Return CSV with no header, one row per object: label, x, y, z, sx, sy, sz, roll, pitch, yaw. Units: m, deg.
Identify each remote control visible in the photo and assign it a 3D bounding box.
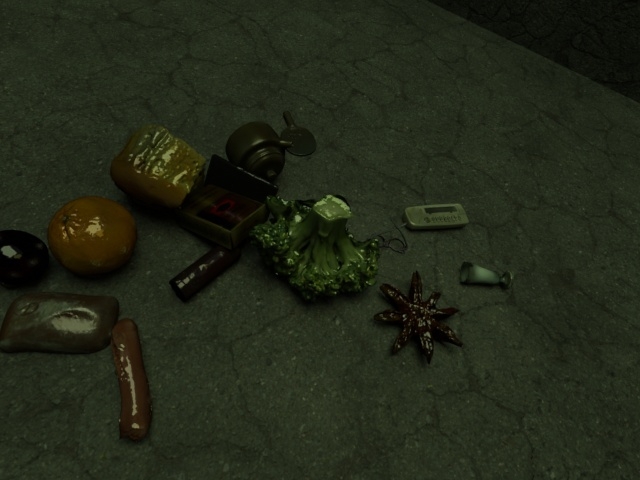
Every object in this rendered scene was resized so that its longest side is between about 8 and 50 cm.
remote control,0.401,-0.080,1.511,0.230,0.049,0.090,-4,55,-15

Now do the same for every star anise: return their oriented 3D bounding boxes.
star anise,0.288,0.217,1.248,0.287,0.088,0.289,8,52,-10

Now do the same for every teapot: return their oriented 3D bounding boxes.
teapot,-0.208,-0.261,1.424,0.267,0.185,0.175,-37,65,8

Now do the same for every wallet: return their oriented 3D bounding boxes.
wallet,-0.258,-0.171,1.381,0.244,0.124,0.025,29,25,8

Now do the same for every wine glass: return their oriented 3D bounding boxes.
wine glass,0.533,0.114,1.391,0.155,0.072,0.072,11,53,-6

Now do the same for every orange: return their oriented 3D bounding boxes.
orange,-0.603,-0.014,1.148,0.219,0.193,0.220,3,71,-10

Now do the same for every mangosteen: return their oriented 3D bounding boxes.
mangosteen,-0.778,0.050,1.094,0.152,0.153,0.153,6,53,-9

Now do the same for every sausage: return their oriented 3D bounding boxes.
sausage,-0.446,0.313,1.013,0.078,0.078,0.305,-11,58,-20

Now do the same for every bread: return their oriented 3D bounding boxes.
bread,-0.476,-0.208,1.211,0.261,0.163,0.205,19,72,13

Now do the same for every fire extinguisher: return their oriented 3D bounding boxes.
fire extinguisher,-0.309,0.056,1.231,0.089,0.072,0.267,40,56,11

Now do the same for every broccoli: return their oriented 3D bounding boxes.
broccoli,-0.018,0.007,1.221,0.338,0.318,0.277,22,53,35

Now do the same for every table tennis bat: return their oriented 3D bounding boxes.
table tennis bat,-0.096,-0.411,1.658,0.130,0.022,0.235,-11,60,-19

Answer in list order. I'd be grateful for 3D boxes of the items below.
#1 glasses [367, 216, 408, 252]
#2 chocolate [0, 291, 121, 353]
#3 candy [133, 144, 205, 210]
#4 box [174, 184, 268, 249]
glasses,0.232,-0.019,1.394,0.139,0.104,0.063,14,51,-7
chocolate,-0.637,0.189,1.053,0.261,0.083,0.161,1,56,-13
candy,-0.495,-0.209,1.361,0.259,0.118,0.260,6,59,-10
box,-0.298,-0.078,1.285,0.240,0.071,0.159,22,45,30
